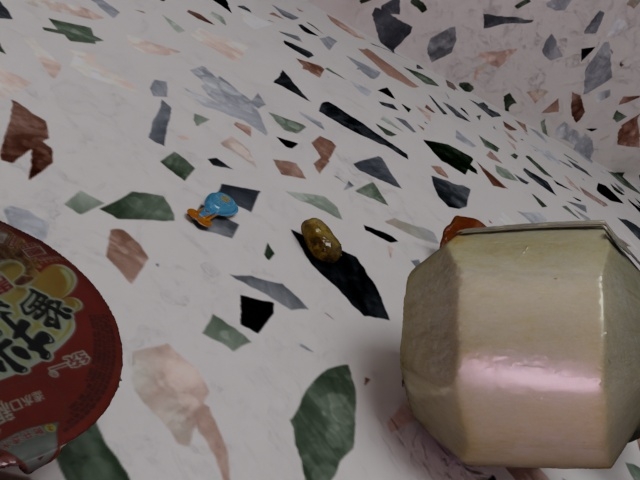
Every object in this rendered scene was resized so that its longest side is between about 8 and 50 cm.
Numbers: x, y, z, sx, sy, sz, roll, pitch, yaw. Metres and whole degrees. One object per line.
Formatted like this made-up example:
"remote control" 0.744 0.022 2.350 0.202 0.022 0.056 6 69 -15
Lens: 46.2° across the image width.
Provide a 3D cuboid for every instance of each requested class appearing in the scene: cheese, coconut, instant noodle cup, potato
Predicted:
"cheese" -0.147 -0.044 1.040 0.047 0.017 0.111 35 26 7
"coconut" 0.255 0.123 0.880 0.323 0.323 0.323 27 27 -15
"instant noodle cup" -0.294 0.087 0.563 0.274 0.091 0.274 27 27 -15
"potato" 0.000 0.000 1.110 0.051 0.040 0.083 17 32 -50

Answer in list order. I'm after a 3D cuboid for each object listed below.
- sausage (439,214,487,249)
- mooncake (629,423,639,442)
"sausage" 0.340 0.093 1.290 0.348 0.097 0.094 44 39 15
"mooncake" 0.413 0.172 1.121 0.275 0.135 0.275 11 56 -16
